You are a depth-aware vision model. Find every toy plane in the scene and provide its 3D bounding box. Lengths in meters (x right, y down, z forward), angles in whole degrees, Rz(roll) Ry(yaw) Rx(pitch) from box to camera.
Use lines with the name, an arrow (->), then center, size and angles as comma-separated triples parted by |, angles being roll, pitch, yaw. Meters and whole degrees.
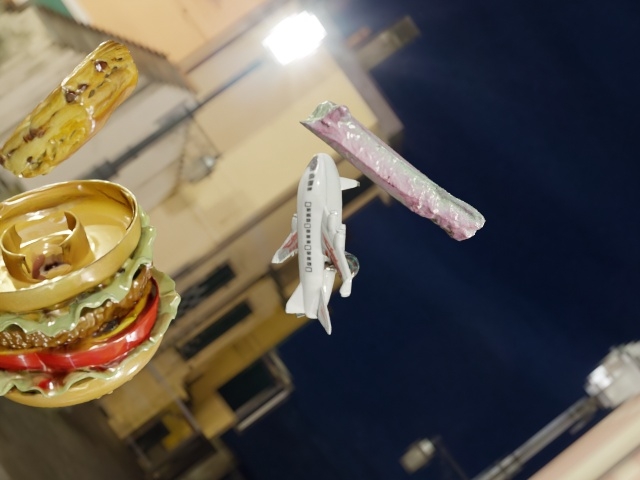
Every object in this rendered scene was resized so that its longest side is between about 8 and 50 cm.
toy plane -> 0.000, 0.000, 1.368 | 0.065, 0.171, 0.162 | 8, 6, -27

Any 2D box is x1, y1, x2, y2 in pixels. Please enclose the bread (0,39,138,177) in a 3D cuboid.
bread -> -0.403, -0.206, 2.265 | 0.099, 0.210, 0.235 | 44, -50, -9

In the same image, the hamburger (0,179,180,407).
hamburger -> -0.308, 0.077, 1.671 | 0.274, 0.274, 0.212 | 42, -29, 53

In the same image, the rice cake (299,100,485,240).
rice cake -> 0.099, -0.087, 1.806 | 0.290, 0.051, 0.081 | 36, -19, -25
